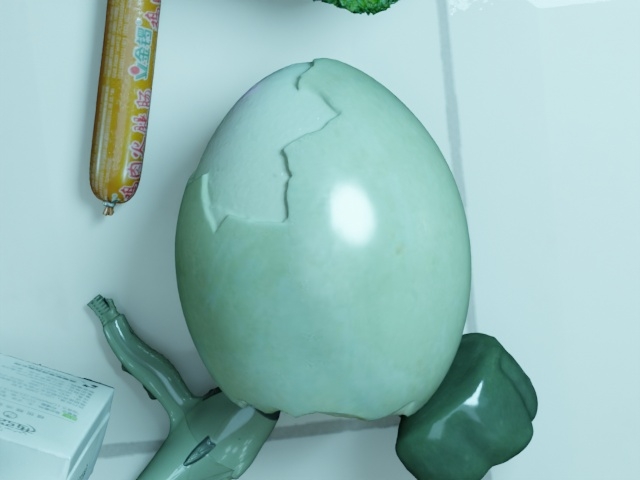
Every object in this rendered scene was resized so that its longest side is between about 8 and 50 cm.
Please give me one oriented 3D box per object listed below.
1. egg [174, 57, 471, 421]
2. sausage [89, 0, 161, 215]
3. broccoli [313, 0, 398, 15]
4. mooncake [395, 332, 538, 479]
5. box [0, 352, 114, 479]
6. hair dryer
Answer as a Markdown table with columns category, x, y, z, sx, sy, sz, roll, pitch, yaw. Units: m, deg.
| category | x | y | z | sx | sy | sz | roll | pitch | yaw |
| --- | --- | --- | --- | --- | --- | --- | --- | --- | --- |
| egg | 0.000 | 0.000 | 1.600 | 0.278 | 0.278 | 0.336 | -5 | 95 | -1 |
| sausage | -0.185 | -0.194 | 1.671 | 0.053 | 0.053 | 0.347 | 7 | 100 | -3 |
| broccoli | 0.010 | -0.363 | 1.549 | 0.308 | 0.275 | 0.307 | -1 | 74 | 5 |
| mooncake | 0.131 | 0.174 | 1.690 | 0.168 | 0.175 | 0.104 | -21 | 111 | 40 |
| box | -0.348 | 0.179 | 1.644 | 0.260 | 0.194 | 0.111 | 19 | 106 | 2 |
| hair dryer | -0.175 | 0.196 | 1.739 | 0.225 | 0.088 | 0.219 | 27 | 102 | 7 |
